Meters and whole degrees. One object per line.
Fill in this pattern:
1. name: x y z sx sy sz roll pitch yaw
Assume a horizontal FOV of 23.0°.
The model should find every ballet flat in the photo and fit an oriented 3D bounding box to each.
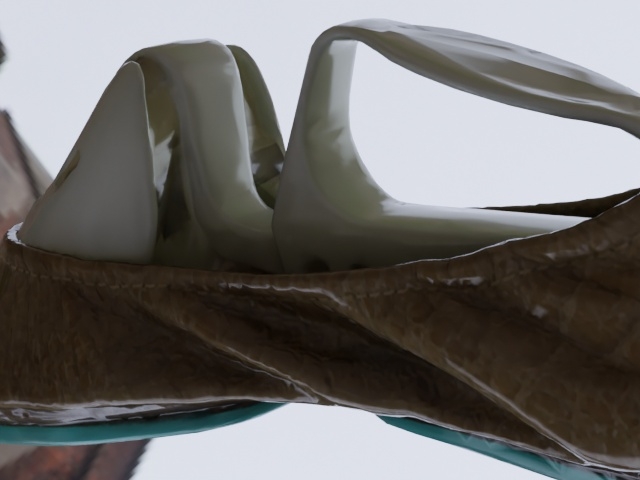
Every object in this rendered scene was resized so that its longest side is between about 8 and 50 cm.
1. ballet flat: 0.000 0.000 0.455 0.342 0.124 0.116 1 -165 39
